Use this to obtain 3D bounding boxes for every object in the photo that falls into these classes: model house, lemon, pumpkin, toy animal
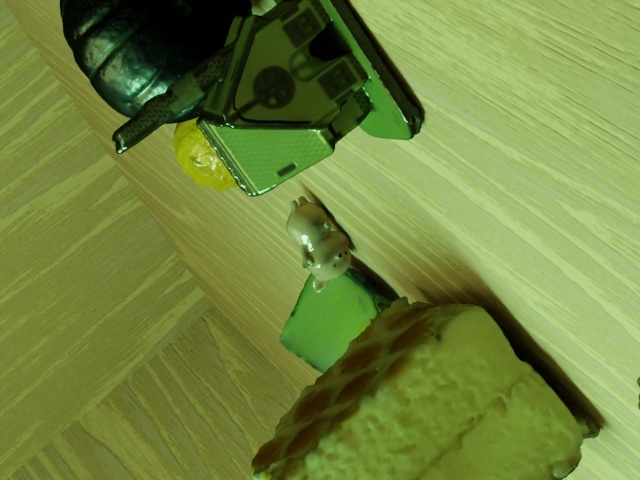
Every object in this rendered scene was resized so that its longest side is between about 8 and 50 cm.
[{"bbox_3d":[-0.072,-0.126,1.553,0.218,0.278,0.205,54,170,-14],"label":"model house"},{"bbox_3d":[-0.146,-0.152,2.125,0.142,0.142,0.187,49,152,5],"label":"lemon"},{"bbox_3d":[-0.168,-0.273,1.685,0.248,0.248,0.248,48,169,12],"label":"pumpkin"},{"bbox_3d":[0.087,0.153,2.335,0.211,0.170,0.194,22,-177,-41],"label":"model house"},{"bbox_3d":[-0.002,0.000,2.235,0.150,0.083,0.089,64,180,-11],"label":"toy animal"}]

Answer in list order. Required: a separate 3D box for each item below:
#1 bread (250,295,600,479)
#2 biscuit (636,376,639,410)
[{"bbox_3d":[0.122,0.277,1.895,0.279,0.371,0.390,47,173,-5],"label":"bread"},{"bbox_3d":[0.371,0.187,1.493,0.102,0.019,0.130,41,166,37],"label":"biscuit"}]
